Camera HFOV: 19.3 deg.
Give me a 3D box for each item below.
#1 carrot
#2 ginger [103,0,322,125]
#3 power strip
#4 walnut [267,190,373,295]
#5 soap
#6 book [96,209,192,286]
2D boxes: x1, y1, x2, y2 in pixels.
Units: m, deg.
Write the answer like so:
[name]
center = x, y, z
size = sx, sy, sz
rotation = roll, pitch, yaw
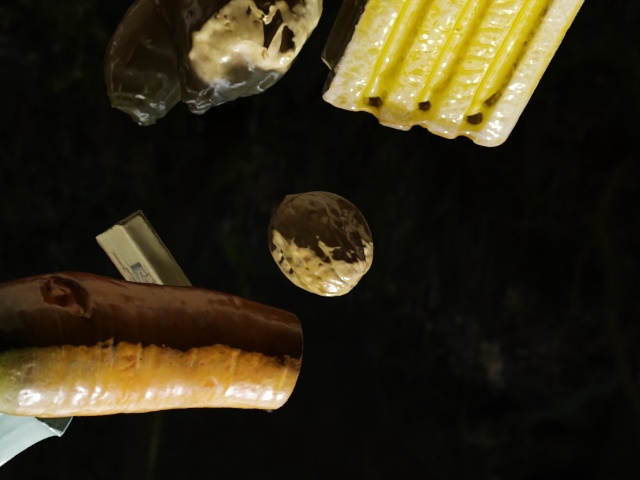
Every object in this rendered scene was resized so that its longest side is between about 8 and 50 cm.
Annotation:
[carrot]
center = -0.108, 0.060, 1.075
size = 0.193, 0.087, 0.087
rotation = 2, -175, -31
[ginger]
center = -0.034, -0.195, 0.885
size = 0.118, 0.298, 0.065
rotation = -7, 155, 35
[power strip]
center = -0.338, 0.211, 1.824
size = 0.054, 0.253, 0.167
rotation = 49, -165, -10
[walnut]
center = 0.000, 0.000, 1.584
size = 0.096, 0.082, 0.079
rotation = 52, -177, 6
[soap]
center = 0.102, -0.178, 1.270
size = 0.140, 0.232, 0.073
rotation = 12, -138, -16
[book]
center = -0.152, 0.048, 1.794
size = 0.026, 0.161, 0.231
rotation = -35, -176, -11
